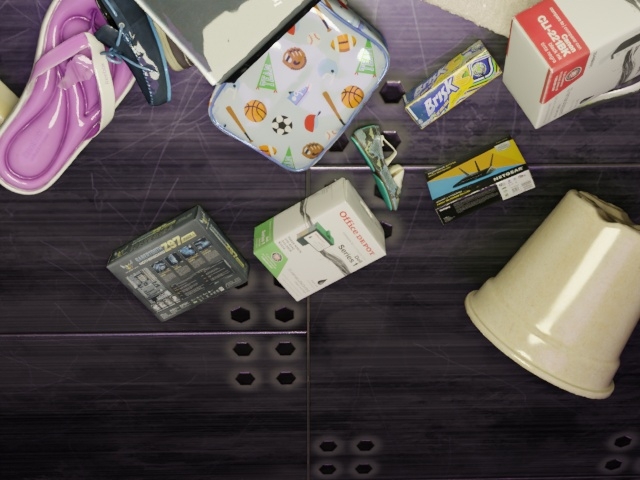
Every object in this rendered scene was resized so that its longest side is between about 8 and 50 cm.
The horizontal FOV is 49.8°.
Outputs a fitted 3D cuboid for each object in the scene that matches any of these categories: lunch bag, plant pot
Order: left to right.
[{"bbox_3d":[-0.041,-0.283,1.167,0.243,0.115,0.303,32,118,-16],"label":"lunch bag"},{"bbox_3d":[0.505,0.081,1.347,0.333,0.334,0.305,22,110,-17],"label":"plant pot"}]

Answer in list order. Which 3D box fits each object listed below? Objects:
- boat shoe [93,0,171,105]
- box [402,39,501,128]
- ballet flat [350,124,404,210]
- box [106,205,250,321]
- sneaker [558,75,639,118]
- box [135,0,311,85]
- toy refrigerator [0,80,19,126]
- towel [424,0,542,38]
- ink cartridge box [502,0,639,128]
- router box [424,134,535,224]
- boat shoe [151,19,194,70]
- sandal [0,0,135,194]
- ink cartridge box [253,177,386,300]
[{"bbox_3d":[-0.313,-0.328,1.067,0.089,0.109,0.258,-27,103,-24],"label":"boat shoe"},{"bbox_3d":[0.228,-0.274,1.213,0.169,0.059,0.054,-35,117,20],"label":"box"},{"bbox_3d":[0.124,-0.139,1.307,0.070,0.070,0.188,-22,127,13],"label":"ballet flat"},{"bbox_3d":[-0.292,0.053,1.429,0.232,0.059,0.183,-27,122,17],"label":"box"},{"bbox_3d":[0.484,-0.293,1.193,0.234,0.084,0.097,-23,122,14],"label":"sneaker"},{"bbox_3d":[-0.052,-0.409,0.887,0.395,0.293,0.212,-42,103,6],"label":"box"},{"bbox_3d":[-0.607,-0.236,1.192,0.102,0.094,0.269,-30,121,18],"label":"toy refrigerator"},{"bbox_3d":[0.306,-0.430,1.112,0.282,0.049,0.187,17,122,-13],"label":"towel"},{"bbox_3d":[0.437,-0.318,1.070,0.272,0.114,0.197,-29,161,1],"label":"ink cartridge box"},{"bbox_3d":[0.292,-0.114,1.284,0.178,0.133,0.046,-24,123,14],"label":"router box"},{"bbox_3d":[-0.219,-0.407,1.080,0.092,0.103,0.285,-1,120,5],"label":"boat shoe"},{"bbox_3d":[-0.406,-0.245,1.136,0.169,0.102,0.416,24,106,-27],"label":"sandal"},{"bbox_3d":[0.000,0.000,1.381,0.219,0.093,0.160,-29,122,18],"label":"ink cartridge box"}]
